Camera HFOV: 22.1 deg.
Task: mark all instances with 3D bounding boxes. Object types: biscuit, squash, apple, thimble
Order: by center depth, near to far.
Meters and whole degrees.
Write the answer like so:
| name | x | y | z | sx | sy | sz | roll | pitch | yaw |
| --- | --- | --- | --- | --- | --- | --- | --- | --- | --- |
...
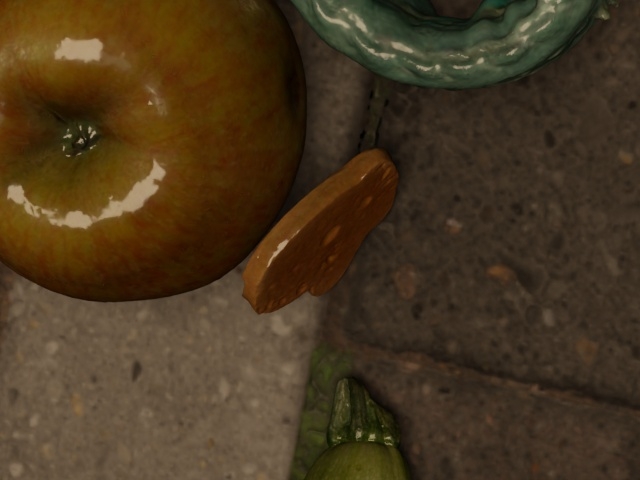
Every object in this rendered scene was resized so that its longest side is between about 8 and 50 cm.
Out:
| name | x | y | z | sx | sy | sz | roll | pitch | yaw |
| --- | --- | --- | --- | --- | --- | --- | --- | --- | --- |
| thimble | 0.085 | -0.197 | 1.069 | 0.235 | 0.143 | 0.198 | 23 | 101 | 6 |
| apple | -0.138 | -0.085 | 1.075 | 0.264 | 0.264 | 0.264 | 1 | 97 | 11 |
| biscuit | -0.001 | -0.001 | 1.130 | 0.140 | 0.118 | 0.023 | -40 | 66 | -23 |
| squash | 0.032 | 0.167 | 1.160 | 0.105 | 0.105 | 0.132 | 14 | 80 | 9 |
